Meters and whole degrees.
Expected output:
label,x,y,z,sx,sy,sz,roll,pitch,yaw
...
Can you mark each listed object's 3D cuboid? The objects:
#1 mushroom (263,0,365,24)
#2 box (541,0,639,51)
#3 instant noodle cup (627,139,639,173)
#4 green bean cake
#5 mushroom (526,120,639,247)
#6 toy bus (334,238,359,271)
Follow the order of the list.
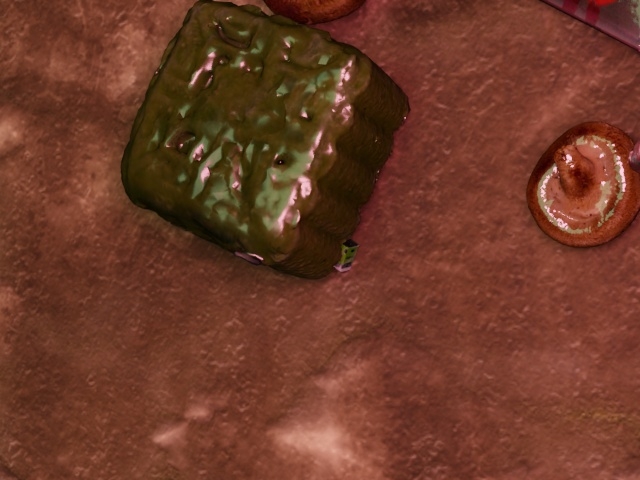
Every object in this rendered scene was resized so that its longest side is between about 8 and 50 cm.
label,x,y,z,sx,sy,sz,roll,pitch,yaw
mushroom,-0.010,-0.344,1.780,0.194,0.138,0.231,-24,86,11
box,0.260,-0.281,1.661,0.224,0.069,0.120,34,105,26
instant noodle cup,0.406,-0.165,1.494,0.243,0.243,0.231,3,83,29
green bean cake,-0.065,-0.109,1.766,0.249,0.156,0.247,25,89,28
mushroom,0.261,-0.055,1.646,0.126,0.085,0.109,-40,106,20
toy bus,0.000,0.000,1.816,0.083,0.031,0.037,27,111,26
